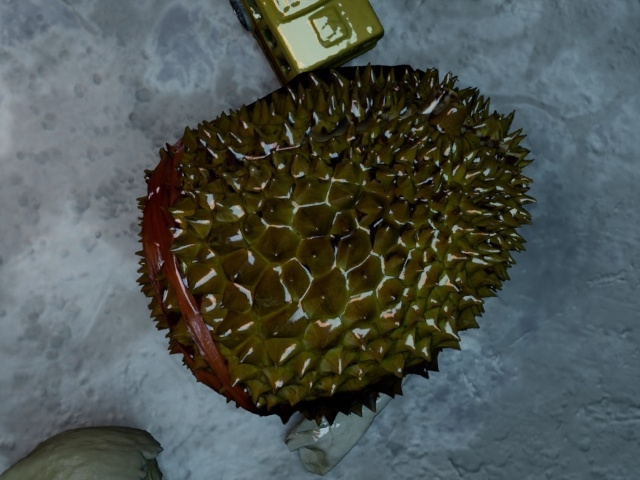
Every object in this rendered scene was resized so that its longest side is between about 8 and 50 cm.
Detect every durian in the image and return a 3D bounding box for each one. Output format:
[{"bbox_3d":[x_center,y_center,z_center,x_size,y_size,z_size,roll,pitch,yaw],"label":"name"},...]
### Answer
[{"bbox_3d":[0.003,-0.002,1.324,0.347,0.347,0.384,40,125,-6],"label":"durian"}]

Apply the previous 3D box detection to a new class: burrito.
[{"bbox_3d":[0.058,0.117,1.482,0.082,0.059,0.275,38,87,-23],"label":"burrito"}]

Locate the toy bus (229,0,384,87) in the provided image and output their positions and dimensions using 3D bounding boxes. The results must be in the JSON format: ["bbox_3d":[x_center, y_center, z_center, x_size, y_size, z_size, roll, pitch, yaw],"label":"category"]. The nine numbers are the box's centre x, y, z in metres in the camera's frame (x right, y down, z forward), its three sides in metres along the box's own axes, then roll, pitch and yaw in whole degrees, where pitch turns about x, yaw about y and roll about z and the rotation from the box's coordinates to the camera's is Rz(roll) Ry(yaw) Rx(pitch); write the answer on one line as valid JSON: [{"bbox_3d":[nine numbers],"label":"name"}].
[{"bbox_3d":[-0.063,-0.317,1.423,0.121,0.123,0.335,-29,95,-6],"label":"toy bus"}]

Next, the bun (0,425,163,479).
[{"bbox_3d":[-0.227,0.351,1.320,0.202,0.364,0.364,-6,92,-4],"label":"bun"}]
